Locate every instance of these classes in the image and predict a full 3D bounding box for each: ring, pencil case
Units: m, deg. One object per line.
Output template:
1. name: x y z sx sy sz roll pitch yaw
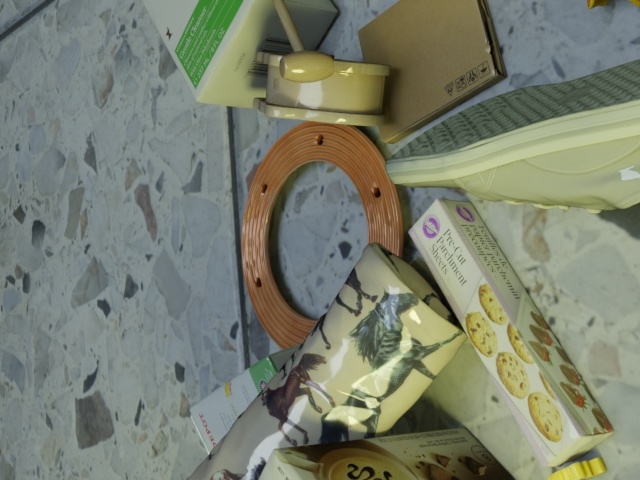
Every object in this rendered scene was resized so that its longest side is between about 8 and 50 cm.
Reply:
1. ring: 0.000 0.000 1.403 0.336 0.032 0.337 -2 87 50
2. pencil case: 0.005 0.196 1.197 0.410 0.160 0.183 -52 9 5

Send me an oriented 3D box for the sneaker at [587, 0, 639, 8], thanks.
1. sneaker: 0.337 -0.269 1.005 0.175 0.064 0.067 -2 106 55

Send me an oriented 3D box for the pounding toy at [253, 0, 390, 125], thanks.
1. pounding toy: 0.006 -0.228 1.295 0.269 0.154 0.155 -134 48 -73

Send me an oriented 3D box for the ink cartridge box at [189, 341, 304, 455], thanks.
1. ink cartridge box: -0.069 0.253 1.403 0.212 0.093 0.154 -37 76 42

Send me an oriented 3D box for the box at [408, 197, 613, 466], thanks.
1. box: 0.204 0.095 1.132 0.067 0.063 0.324 -50 53 35

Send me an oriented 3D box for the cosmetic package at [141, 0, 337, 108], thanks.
1. cosmetic package: -0.149 -0.384 1.498 0.197 0.155 0.365 -56 51 34

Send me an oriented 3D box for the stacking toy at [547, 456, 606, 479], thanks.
1. stacking toy: 0.336 0.265 0.981 0.221 0.052 0.167 -41 59 40

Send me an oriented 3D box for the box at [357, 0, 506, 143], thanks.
1. box: 0.132 -0.234 1.262 0.201 0.021 0.164 -28 68 46

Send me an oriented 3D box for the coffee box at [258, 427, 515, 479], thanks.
1. coffee box: 0.085 0.305 1.085 0.168 0.297 0.119 45 119 41

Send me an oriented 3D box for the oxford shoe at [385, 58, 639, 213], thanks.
1. oxford shoe: 0.237 -0.087 1.049 0.449 0.169 0.130 -5 120 51
